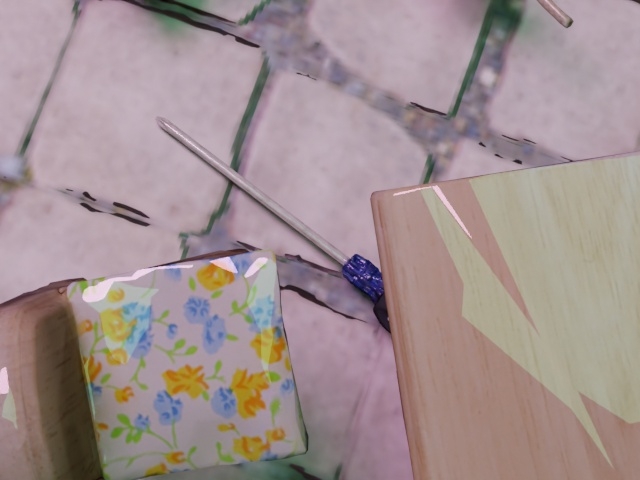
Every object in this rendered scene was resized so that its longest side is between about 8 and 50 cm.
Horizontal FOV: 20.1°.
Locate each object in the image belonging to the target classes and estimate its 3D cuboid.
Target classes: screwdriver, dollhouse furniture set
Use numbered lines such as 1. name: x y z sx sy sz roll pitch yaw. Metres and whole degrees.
1. screwdriver: 0.000 0.000 0.731 0.170 0.025 0.024 39 76 2
2. dollhouse furniture set: 0.104 0.172 0.533 0.362 0.256 0.394 -9 93 3

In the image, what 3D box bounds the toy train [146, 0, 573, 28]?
1. toy train: -0.029 -0.145 0.726 0.143 0.105 0.248 -36 84 -2
